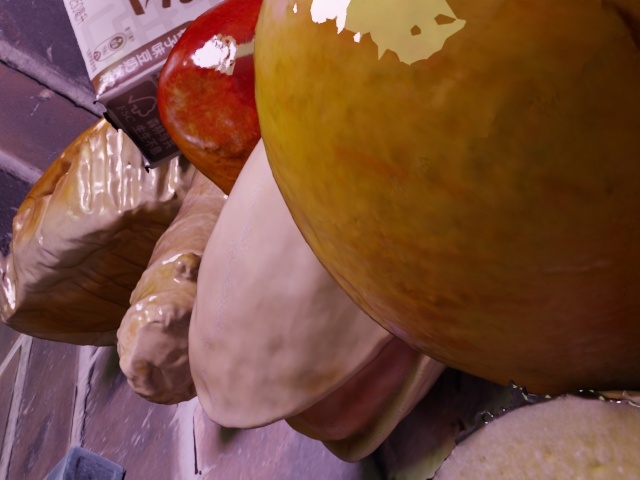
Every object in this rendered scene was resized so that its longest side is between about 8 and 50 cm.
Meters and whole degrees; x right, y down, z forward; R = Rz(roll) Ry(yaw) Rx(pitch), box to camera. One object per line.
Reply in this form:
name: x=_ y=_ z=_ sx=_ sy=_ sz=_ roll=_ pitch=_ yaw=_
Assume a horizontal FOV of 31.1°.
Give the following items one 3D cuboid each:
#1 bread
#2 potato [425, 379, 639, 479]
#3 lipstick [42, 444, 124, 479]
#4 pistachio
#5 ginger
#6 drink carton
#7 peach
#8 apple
bread: x=-0.233 y=-0.017 z=1.381 sx=0.389 sy=0.236 sz=0.183 roll=-34 pitch=47 yaw=36
potato: x=0.131 y=0.119 z=0.438 sx=0.200 sy=0.081 sz=0.164 roll=-28 pitch=80 yaw=49
lipstick: x=-0.330 y=0.347 z=1.305 sx=0.317 sy=0.066 sz=0.068 roll=-46 pitch=24 yaw=34
pistachio: x=0.035 y=0.005 z=0.723 sx=0.299 sy=0.187 sz=0.187 roll=-62 pitch=18 yaw=18
ginger: x=-0.090 y=0.010 z=1.102 sx=0.190 sy=0.126 sz=0.354 roll=89 pitch=-158 yaw=-54
drink carton: x=-0.085 y=-0.240 z=1.149 sx=0.325 sy=0.132 sz=0.194 roll=-28 pitch=55 yaw=4
peach: x=-0.011 y=-0.118 z=0.931 sx=0.243 sy=0.243 sz=0.199 roll=-23 pitch=56 yaw=60
apple: x=0.116 y=-0.067 z=0.490 sx=0.286 sy=0.286 sz=0.233 roll=-57 pitch=41 yaw=8
